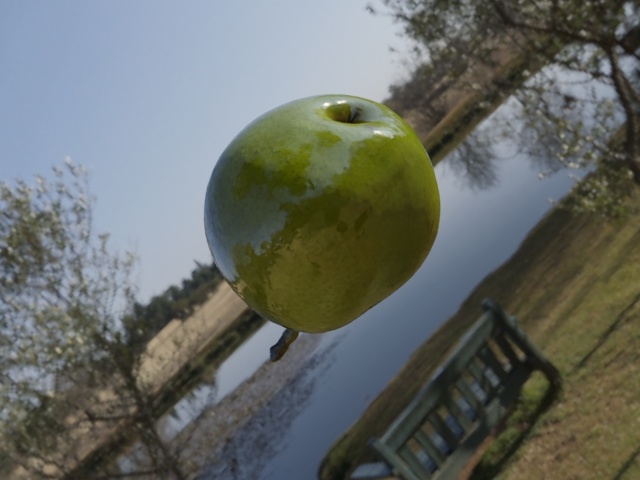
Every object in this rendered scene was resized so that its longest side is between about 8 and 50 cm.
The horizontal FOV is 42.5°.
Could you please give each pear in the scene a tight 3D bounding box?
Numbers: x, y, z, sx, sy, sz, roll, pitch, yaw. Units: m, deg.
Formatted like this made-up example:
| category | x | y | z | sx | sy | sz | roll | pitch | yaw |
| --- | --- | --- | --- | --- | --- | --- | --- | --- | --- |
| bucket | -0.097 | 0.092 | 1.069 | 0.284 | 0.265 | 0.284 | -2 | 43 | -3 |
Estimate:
| category | x | y | z | sx | sy | sz | roll | pitch | yaw |
| --- | --- | --- | --- | --- | --- | --- | --- | --- | --- |
| pear | 0.000 | 0.000 | 0.623 | 0.180 | 0.166 | 0.216 | -34 | -43 | -53 |
